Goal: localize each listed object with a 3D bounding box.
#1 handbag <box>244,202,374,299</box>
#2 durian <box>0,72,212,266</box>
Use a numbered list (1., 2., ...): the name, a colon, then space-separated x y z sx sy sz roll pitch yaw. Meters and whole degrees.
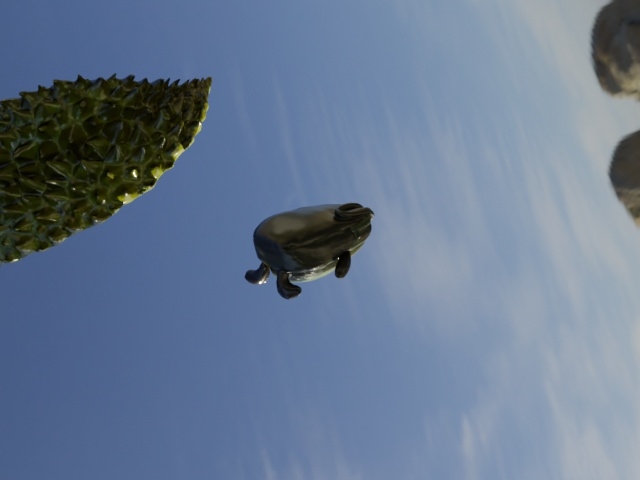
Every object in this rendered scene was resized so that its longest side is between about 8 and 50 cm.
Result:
1. handbag: 0.000 0.000 0.723 0.111 0.072 0.047 -26 -54 -41
2. durian: -0.279 -0.065 1.022 0.169 0.356 0.157 -5 -104 -73
